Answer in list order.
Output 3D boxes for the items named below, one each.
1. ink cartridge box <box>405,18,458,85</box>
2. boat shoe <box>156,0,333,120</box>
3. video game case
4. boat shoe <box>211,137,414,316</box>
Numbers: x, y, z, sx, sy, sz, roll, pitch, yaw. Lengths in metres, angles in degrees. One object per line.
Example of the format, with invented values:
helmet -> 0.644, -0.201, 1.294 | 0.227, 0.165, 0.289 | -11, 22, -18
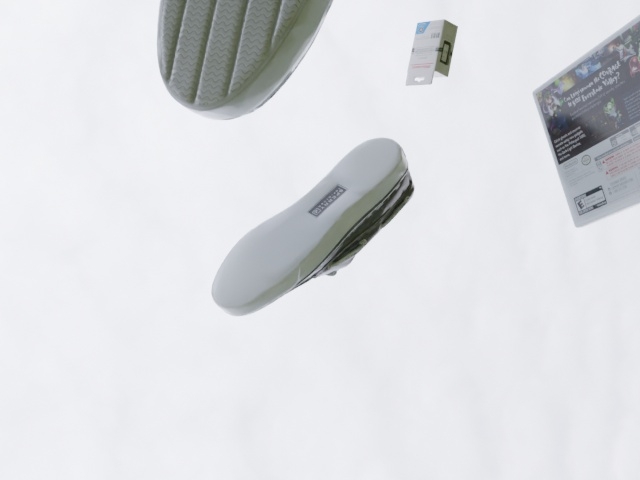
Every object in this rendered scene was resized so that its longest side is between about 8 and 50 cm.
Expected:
ink cartridge box -> 0.139, -0.232, 0.991 | 0.028, 0.048, 0.083 | 14, -92, -40
boat shoe -> -0.009, -0.234, 0.570 | 0.335, 0.121, 0.119 | -69, -22, -4
video game case -> 0.312, -0.120, 0.840 | 0.022, 0.190, 0.173 | -11, -100, -22
boat shoe -> 0.000, 0.000, 0.989 | 0.301, 0.108, 0.102 | -44, -45, -13
